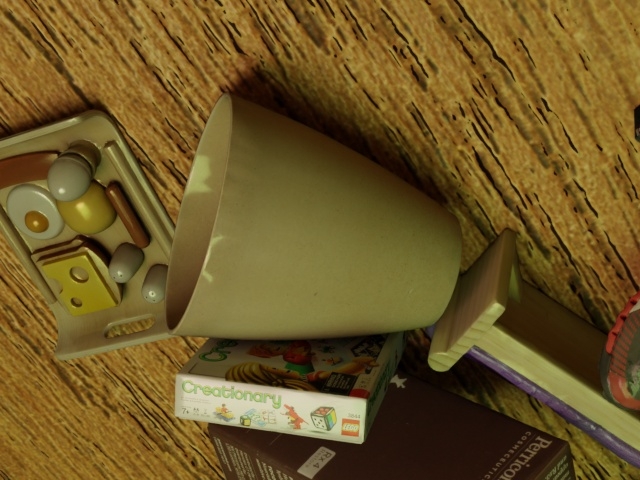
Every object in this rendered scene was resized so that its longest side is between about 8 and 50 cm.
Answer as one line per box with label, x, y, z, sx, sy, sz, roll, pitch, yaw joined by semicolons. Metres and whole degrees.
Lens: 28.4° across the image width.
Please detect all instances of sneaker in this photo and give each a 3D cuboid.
sneaker;0.389;0.066;1.248;0.276;0.135;0.097;-45;104;-1

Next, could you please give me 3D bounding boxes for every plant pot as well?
plant pot;0.000;0.000;1.332;0.274;0.256;0.256;13;128;-14

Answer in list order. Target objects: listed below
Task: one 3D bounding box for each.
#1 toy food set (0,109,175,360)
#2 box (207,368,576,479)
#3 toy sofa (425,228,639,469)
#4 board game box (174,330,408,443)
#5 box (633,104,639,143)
toy food set;-0.293;0.003;1.481;0.220;0.092;0.306;-14;119;23
box;0.074;0.258;1.396;0.381;0.191;0.143;20;138;39
toy sofa;0.288;0.169;1.408;0.362;0.150;0.177;33;125;-9
board game box;-0.019;0.127;1.366;0.193;0.305;0.053;6;105;10
box;0.355;-0.123;1.237;0.052;0.062;0.083;38;125;-14
